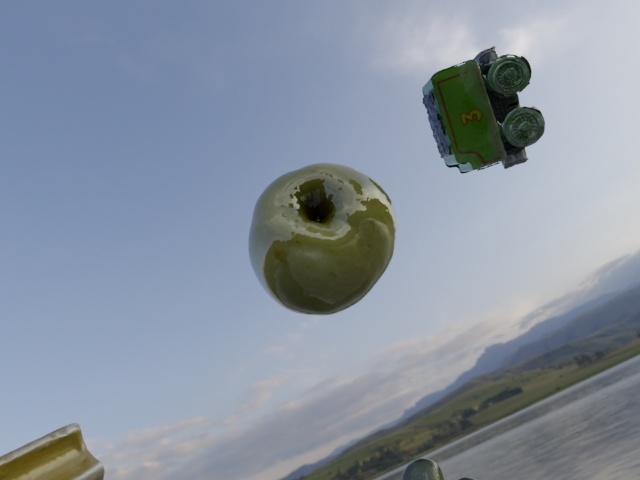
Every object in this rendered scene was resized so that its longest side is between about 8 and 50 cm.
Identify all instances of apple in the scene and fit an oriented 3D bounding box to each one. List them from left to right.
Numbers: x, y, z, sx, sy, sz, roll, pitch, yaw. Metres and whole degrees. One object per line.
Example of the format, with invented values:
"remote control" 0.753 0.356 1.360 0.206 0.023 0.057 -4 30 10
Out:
"apple" 0.000 0.000 0.796 0.262 0.262 0.262 -19 -28 -11

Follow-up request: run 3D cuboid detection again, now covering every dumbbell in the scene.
"dumbbell" 0.139 0.275 0.505 0.046 0.052 0.118 -41 -55 19

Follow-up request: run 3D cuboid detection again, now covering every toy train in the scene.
"toy train" 0.411 -0.319 1.192 0.249 0.307 0.173 -19 6 4

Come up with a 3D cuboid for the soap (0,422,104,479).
"soap" -0.314 0.260 0.382 0.232 0.073 0.140 -16 -39 -51
